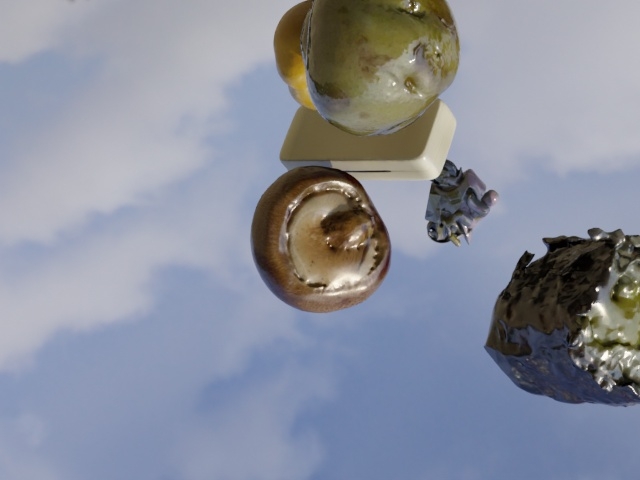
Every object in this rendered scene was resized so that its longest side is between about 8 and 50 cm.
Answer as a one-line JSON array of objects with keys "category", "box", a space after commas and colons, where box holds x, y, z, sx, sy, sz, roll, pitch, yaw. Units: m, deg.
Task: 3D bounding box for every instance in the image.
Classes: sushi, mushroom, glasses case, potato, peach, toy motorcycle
[{"category": "sushi", "box": [0.490, 0.138, 2.019, 0.294, 0.281, 0.299, -12, -127, 64]}, {"category": "mushroom", "box": [0.000, 0.000, 1.873, 0.253, 0.253, 0.153, -36, -173, -18]}, {"category": "glasses case", "box": [0.079, -0.175, 1.954, 0.313, 0.070, 0.131, 2, -118, 37]}, {"category": "potato", "box": [0.078, -0.249, 1.471, 0.203, 0.218, 0.351, -12, -178, 3]}, {"category": "peach", "box": [0.000, -0.287, 1.749, 0.103, 0.179, 0.179, -9, -148, 39]}, {"category": "toy motorcycle", "box": [0.295, -0.077, 2.334, 0.152, 0.225, 0.073, 5, -138, 11]}]
